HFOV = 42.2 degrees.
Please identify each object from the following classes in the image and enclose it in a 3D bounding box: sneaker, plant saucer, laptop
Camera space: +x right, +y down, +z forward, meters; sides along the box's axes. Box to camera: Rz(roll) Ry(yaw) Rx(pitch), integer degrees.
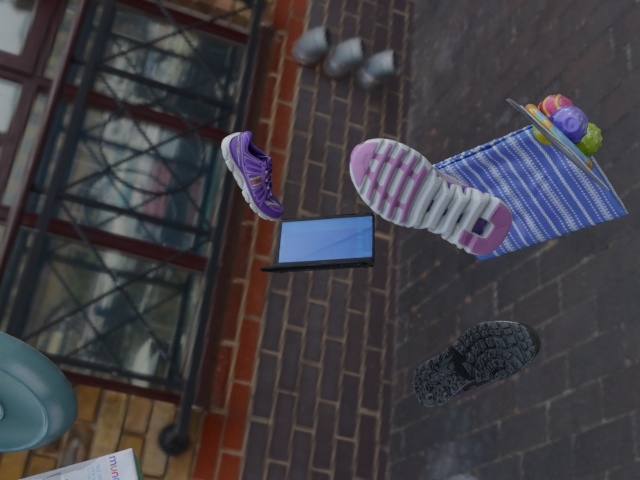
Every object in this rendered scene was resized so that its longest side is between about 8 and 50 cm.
[{"bbox_3d":[0.305,0.218,1.557,0.283,0.124,0.107,-34,71,40],"label":"sneaker"},{"bbox_3d":[-0.558,0.254,1.354,0.044,0.317,0.318,-80,14,-49],"label":"plant saucer"},{"bbox_3d":[-0.104,-0.107,1.405,0.071,0.170,0.068,-23,27,13],"label":"sneaker"},{"bbox_3d":[0.136,-0.062,1.106,0.095,0.236,0.104,-60,18,12],"label":"sneaker"},{"bbox_3d":[0.000,0.000,1.869,0.264,0.234,0.137,20,-114,-80],"label":"laptop"}]

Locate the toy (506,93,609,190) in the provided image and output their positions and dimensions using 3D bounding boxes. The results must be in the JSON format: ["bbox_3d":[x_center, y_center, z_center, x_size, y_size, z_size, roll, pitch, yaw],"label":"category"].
[{"bbox_3d":[0.300,-0.139,1.023,0.056,0.137,0.237,-48,1,11],"label":"toy"}]

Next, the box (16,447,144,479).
[{"bbox_3d":[-0.375,0.496,1.301,0.127,0.231,0.262,88,165,-50],"label":"box"}]

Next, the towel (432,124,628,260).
[{"bbox_3d":[0.373,-0.087,1.585,0.336,0.243,0.040,-22,25,43],"label":"towel"}]
